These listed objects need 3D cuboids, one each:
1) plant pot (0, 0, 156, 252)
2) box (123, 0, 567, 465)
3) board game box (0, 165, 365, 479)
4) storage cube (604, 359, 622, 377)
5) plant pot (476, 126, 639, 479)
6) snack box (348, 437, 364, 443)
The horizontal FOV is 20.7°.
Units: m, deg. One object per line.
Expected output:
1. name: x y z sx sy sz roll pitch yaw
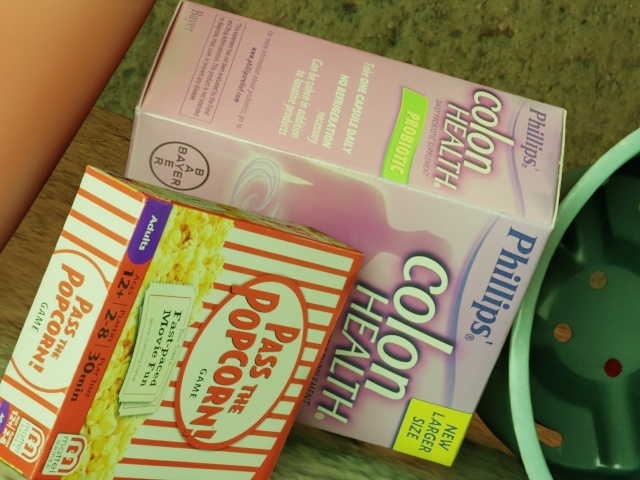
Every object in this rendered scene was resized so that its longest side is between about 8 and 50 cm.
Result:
1. plant pot: -0.249 -0.076 0.889 0.275 0.243 0.275 22 6 -3
2. box: 0.000 0.000 1.065 0.243 0.213 0.117 16 42 -2
3. board game box: -0.071 0.052 0.898 0.045 0.147 0.193 27 7 34
4. storage cube: 0.383 0.123 1.775 0.215 0.193 0.183 24 6 0
5. plant pot: 0.254 0.070 1.245 0.341 0.341 0.334 22 -2 -9
6. snack box: 0.021 0.076 1.257 0.037 0.100 0.141 22 6 -16
